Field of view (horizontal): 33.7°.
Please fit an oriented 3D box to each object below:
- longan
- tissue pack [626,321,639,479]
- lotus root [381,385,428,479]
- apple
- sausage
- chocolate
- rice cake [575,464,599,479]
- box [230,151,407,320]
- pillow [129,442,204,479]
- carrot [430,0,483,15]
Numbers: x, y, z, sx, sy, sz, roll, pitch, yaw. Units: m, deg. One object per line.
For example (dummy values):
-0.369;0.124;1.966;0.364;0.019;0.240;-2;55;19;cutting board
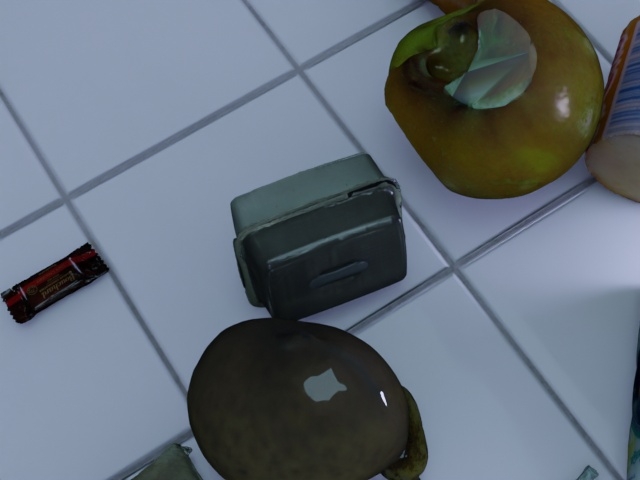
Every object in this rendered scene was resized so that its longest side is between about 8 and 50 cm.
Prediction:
-0.034;0.247;1.570;0.350;0.288;0.289;-4;60;31;longan
0.577;0.190;1.583;0.162;0.287;0.388;12;65;2;tissue pack
0.119;0.304;1.655;0.089;0.081;0.179;-9;62;-1;lotus root
0.272;-0.251;1.756;0.383;0.374;0.374;27;67;24;apple
0.599;-0.227;1.818;0.233;0.233;0.287;16;66;10;sausage
-0.457;0.075;1.821;0.182;0.028;0.086;-35;60;-15;chocolate
0.386;0.398;1.632;0.022;0.021;0.121;42;71;9;rice cake
0.000;0.000;1.737;0.290;0.221;0.166;-20;51;-8;box
-0.277;0.461;1.597;0.302;0.075;0.185;-37;70;-14;pillow
0.260;-0.514;2.023;0.254;0.196;0.196;36;70;29;carrot
